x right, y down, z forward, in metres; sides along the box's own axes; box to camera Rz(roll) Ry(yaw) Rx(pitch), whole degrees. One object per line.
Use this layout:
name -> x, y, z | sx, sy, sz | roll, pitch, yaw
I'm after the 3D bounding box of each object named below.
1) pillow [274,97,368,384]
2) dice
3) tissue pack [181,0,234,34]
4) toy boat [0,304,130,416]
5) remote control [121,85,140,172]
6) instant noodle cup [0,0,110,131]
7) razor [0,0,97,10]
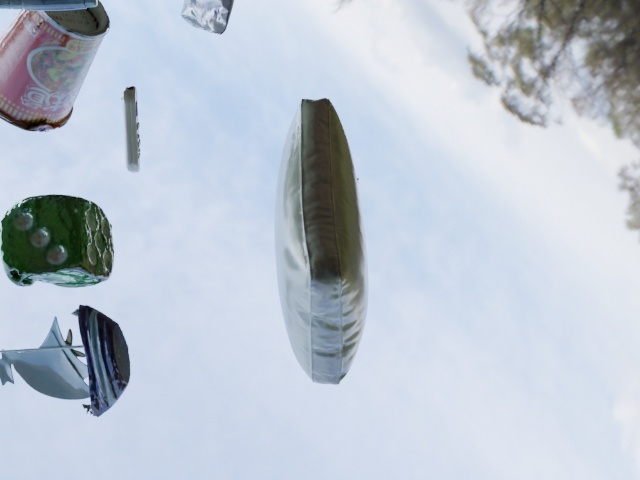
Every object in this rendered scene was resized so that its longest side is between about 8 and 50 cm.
pillow -> 0.000, 0.000, 1.119 | 0.255, 0.120, 0.322 | 88, 180, -48
dice -> -0.382, 0.004, 1.240 | 0.131, 0.128, 0.120 | 47, -143, -75
tissue pack -> -0.146, -0.390, 1.184 | 0.026, 0.193, 0.123 | 3, -163, -43
toy boat -> -0.510, 0.238, 1.631 | 0.067, 0.291, 0.220 | -31, -67, -74
remote control -> -0.479, -0.280, 2.144 | 0.042, 0.221, 0.078 | -2, -161, -7
instant noodle cup -> -0.462, -0.321, 1.435 | 0.193, 0.212, 0.193 | 27, -139, -26
razor -> -0.327, -0.275, 0.979 | 0.135, 0.068, 0.040 | -3, -142, -7
